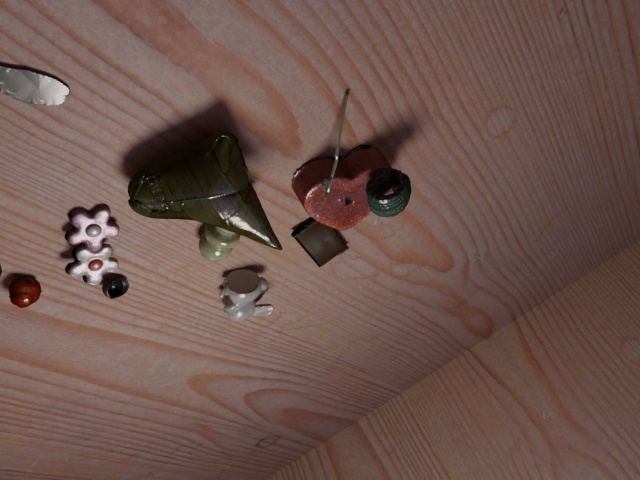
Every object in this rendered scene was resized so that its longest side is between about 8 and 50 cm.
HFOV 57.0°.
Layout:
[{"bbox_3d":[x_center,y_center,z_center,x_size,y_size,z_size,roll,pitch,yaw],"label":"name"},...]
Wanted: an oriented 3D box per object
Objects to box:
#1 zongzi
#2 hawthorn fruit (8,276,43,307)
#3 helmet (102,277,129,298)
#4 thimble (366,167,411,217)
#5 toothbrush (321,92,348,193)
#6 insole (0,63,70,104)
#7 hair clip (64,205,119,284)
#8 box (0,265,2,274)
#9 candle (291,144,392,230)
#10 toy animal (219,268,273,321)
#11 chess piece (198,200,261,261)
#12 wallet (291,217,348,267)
[{"bbox_3d":[-0.305,-0.072,1.574,0.322,0.160,0.361,-25,107,5],"label":"zongzi"},{"bbox_3d":[-0.841,0.149,1.688,0.093,0.093,0.093,-16,142,-13],"label":"hawthorn fruit"},{"bbox_3d":[-0.642,0.144,1.827,0.084,0.049,0.065,-16,113,-56],"label":"helmet"},{"bbox_3d":[0.201,-0.141,1.753,0.135,0.118,0.090,-51,147,-24],"label":"thimble"},{"bbox_3d":[0.048,-0.273,1.674,0.028,0.026,0.294,15,108,-2],"label":"toothbrush"},{"bbox_3d":[-0.668,-0.343,1.263,0.247,0.011,0.081,11,128,-40],"label":"insole"},{"bbox_3d":[-0.642,0.014,1.662,0.146,0.075,0.257,0,131,-24],"label":"hair clip"},{"bbox_3d":[-0.964,0.071,1.553,0.212,0.042,0.201,-11,138,-21],"label":"box"},{"bbox_3d":[0.074,-0.139,1.859,0.316,0.131,0.287,-12,144,-17],"label":"candle"},{"bbox_3d":[-0.258,0.191,2.051,0.178,0.127,0.193,-19,140,-13],"label":"toy animal"},{"bbox_3d":[-0.287,-0.038,1.765,0.144,0.144,0.251,2,141,-32],"label":"chess piece"},{"bbox_3d":[0.000,0.000,2.053,0.133,0.039,0.243,-36,142,2],"label":"wallet"}]
